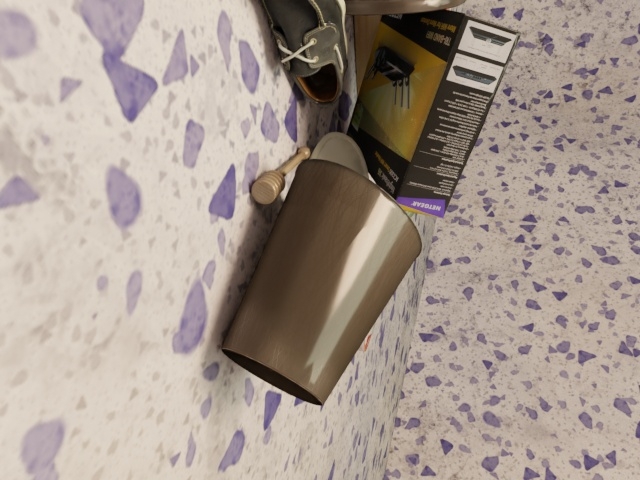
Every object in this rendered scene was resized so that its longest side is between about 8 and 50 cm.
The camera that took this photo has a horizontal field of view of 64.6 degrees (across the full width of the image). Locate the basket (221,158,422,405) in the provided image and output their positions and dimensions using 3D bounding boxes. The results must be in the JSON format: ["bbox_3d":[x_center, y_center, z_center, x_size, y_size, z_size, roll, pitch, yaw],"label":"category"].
[{"bbox_3d":[-0.004,0.057,0.589,0.204,0.154,0.227,46,62,-33],"label":"basket"}]

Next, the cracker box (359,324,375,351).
[{"bbox_3d":[0.080,0.089,1.033,0.156,0.067,0.232,-61,153,-48],"label":"cracker box"}]

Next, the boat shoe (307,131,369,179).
[{"bbox_3d":[0.000,0.000,0.752,0.099,0.116,0.320,-13,-108,63],"label":"boat shoe"}]

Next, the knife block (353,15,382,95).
[{"bbox_3d":[0.117,-0.306,0.943,0.275,0.088,0.242,18,80,-72],"label":"knife block"}]

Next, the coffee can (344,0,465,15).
[{"bbox_3d":[0.076,-0.420,0.579,0.201,0.201,0.275,-57,149,-53],"label":"coffee can"}]

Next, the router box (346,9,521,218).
[{"bbox_3d":[0.136,-0.209,0.742,0.309,0.081,0.243,-110,-147,-60],"label":"router box"}]

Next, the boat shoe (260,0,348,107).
[{"bbox_3d":[-0.014,-0.228,0.575,0.233,0.084,0.079,36,63,-74],"label":"boat shoe"}]

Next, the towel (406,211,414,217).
[{"bbox_3d":[0.264,-0.165,1.342,0.248,0.038,0.325,-47,161,-36],"label":"towel"}]

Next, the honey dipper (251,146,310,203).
[{"bbox_3d":[-0.044,-0.089,0.640,0.161,0.030,0.031,-60,152,-59],"label":"honey dipper"}]

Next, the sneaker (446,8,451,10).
[{"bbox_3d":[0.373,-0.662,1.588,0.270,0.090,0.145,75,31,-46],"label":"sneaker"}]
